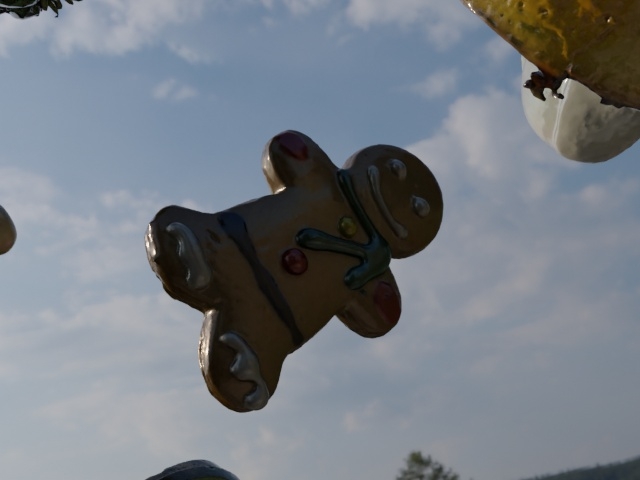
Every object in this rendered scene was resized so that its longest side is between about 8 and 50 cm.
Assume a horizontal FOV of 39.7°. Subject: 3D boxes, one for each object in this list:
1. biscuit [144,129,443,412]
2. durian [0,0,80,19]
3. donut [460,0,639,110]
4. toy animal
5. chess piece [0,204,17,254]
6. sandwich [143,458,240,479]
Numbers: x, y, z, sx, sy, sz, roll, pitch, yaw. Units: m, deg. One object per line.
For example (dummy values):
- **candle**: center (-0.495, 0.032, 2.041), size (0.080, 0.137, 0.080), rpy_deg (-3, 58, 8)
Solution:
- **biscuit**: center (0.000, 0.000, 0.753), size (0.301, 0.197, 0.049), rpy_deg (-28, 2, -37)
- **durian**: center (-0.232, -0.314, 0.734), size (0.291, 0.225, 0.291), rpy_deg (-24, 5, 2)
- **donut**: center (0.124, -0.134, 0.423), size (0.146, 0.181, 0.078), rpy_deg (0, -46, -25)
- **toy animal**: center (0.280, -0.200, 0.823), size (0.174, 0.249, 0.289), rpy_deg (-3, -66, -7)
- **chess piece**: center (-0.506, 0.059, 1.067), size (0.307, 0.139, 0.124), rpy_deg (-34, 7, -24)
- **sandwich**: center (-0.113, 0.216, 0.737), size (0.135, 0.029, 0.067), rpy_deg (2, -67, -41)
